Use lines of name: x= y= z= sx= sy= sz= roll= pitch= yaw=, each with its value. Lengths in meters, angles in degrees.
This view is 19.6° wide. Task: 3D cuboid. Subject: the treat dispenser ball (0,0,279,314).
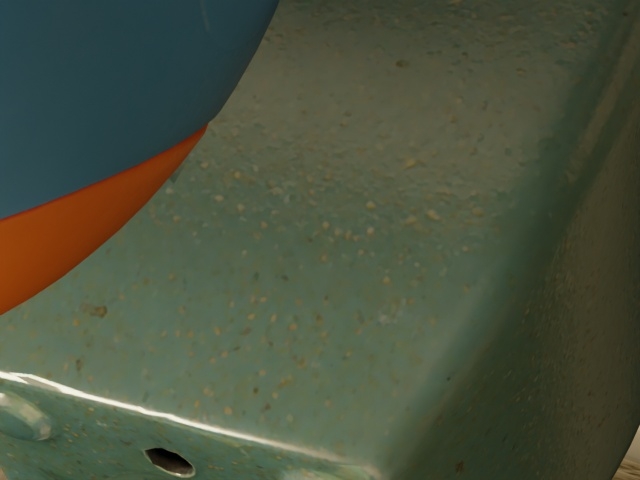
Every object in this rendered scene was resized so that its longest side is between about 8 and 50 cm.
treat dispenser ball: x=-0.141 y=-0.109 z=0.407 sx=0.288 sy=0.288 sz=0.288 roll=15 pitch=169 yaw=3

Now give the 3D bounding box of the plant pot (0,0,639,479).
plant pot: x=0.000 y=0.000 z=0.663 sx=0.248 sy=0.252 sz=0.247 roll=12 pitch=147 yaw=18

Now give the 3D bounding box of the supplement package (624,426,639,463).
supplement package: x=0.276 y=0.047 z=0.896 sx=0.293 sy=0.177 sz=0.175 roll=20 pitch=169 yaw=-19
